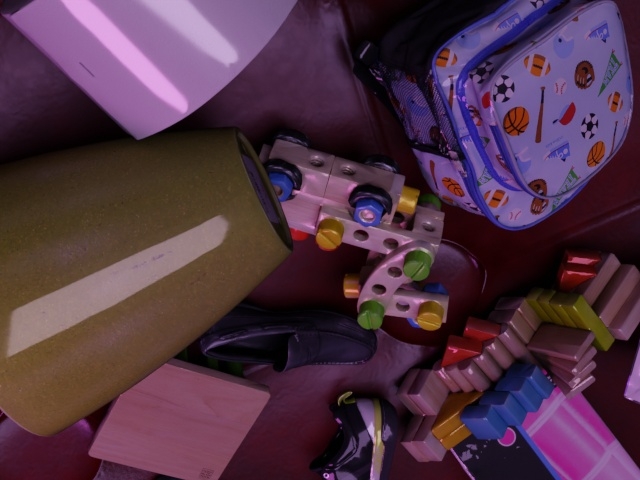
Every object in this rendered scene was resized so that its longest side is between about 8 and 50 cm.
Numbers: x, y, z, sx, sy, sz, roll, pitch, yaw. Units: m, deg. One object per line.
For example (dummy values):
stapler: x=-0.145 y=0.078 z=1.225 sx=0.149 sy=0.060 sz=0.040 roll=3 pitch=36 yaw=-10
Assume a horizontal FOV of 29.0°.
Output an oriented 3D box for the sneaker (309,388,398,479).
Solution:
sneaker: x=0.030 y=0.296 z=1.540 sx=0.097 sy=0.084 sz=0.234 roll=8 pitch=100 yaw=-9

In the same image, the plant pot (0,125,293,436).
plant pot: x=-0.186 y=0.011 z=1.217 sx=0.293 sy=0.275 sz=0.275 roll=-23 pitch=116 yaw=7

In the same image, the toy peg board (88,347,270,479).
toy peg board: x=-0.167 y=0.189 z=1.446 sx=0.161 sy=0.079 sz=0.160 roll=19 pitch=120 yaw=-22

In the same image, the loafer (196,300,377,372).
loafer: x=-0.038 y=0.121 z=1.436 sx=0.223 sy=0.078 sz=0.076 roll=10 pitch=133 yaw=-18

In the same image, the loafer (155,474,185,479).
loafer: x=-0.091 y=0.368 z=1.523 sx=0.267 sy=0.084 sz=0.096 roll=23 pitch=103 yaw=-23

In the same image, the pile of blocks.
pile of blocks: x=0.233 y=0.131 z=1.487 sx=0.362 sy=0.149 sz=0.112 roll=-41 pitch=116 yaw=3

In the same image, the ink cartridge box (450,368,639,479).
ink cartridge box: x=0.334 y=0.346 z=1.550 sx=0.176 sy=0.069 sz=0.371 roll=-37 pitch=85 yaw=1

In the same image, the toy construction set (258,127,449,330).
toy construction set: x=0.000 y=0.000 z=1.380 sx=0.328 sy=0.151 sz=0.215 roll=6 pitch=135 yaw=-11

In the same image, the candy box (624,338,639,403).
candy box: x=0.461 y=0.109 z=1.530 sx=0.196 sy=0.070 sz=0.165 roll=-16 pitch=122 yaw=-55

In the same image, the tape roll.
tape roll: x=-0.157 y=-0.243 z=1.170 sx=0.246 sy=0.246 sz=0.169 roll=-43 pitch=116 yaw=3

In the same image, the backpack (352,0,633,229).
backpack: x=0.211 y=-0.151 z=1.332 sx=0.276 sy=0.213 sz=0.263 roll=-34 pitch=131 yaw=-15
